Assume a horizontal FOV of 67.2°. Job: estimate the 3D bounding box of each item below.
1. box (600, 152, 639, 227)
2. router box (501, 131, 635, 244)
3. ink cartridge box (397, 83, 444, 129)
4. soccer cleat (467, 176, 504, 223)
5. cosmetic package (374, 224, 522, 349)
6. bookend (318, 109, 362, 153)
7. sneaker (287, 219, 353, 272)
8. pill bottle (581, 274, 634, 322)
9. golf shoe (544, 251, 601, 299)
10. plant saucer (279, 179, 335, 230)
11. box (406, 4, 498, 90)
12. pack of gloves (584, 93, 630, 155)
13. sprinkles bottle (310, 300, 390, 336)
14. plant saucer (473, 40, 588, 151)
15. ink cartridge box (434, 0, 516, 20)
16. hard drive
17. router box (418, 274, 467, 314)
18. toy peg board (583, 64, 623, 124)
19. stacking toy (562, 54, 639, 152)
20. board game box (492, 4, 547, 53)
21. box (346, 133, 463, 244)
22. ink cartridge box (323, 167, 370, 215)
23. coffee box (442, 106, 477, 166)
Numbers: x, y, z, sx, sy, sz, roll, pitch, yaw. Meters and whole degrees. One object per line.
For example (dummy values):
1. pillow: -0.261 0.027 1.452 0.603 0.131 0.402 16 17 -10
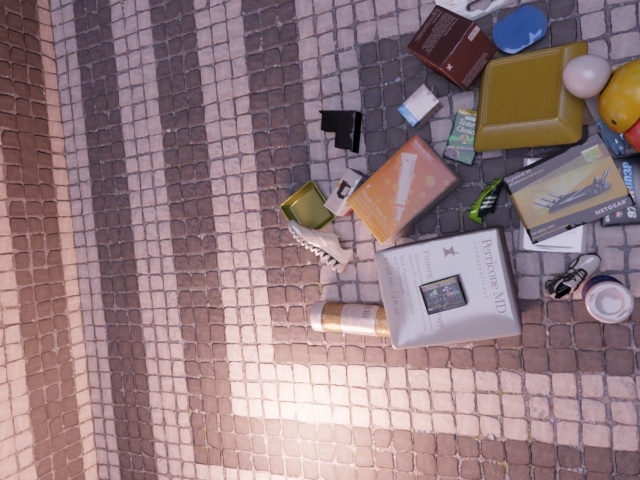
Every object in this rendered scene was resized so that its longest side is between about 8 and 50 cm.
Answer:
1. box: 0.966 -0.158 1.501 0.175 0.051 0.221 -5 91 25
2. router box: 0.772 -0.158 1.522 0.308 0.081 0.243 -27 82 26
3. ink cartridge box: 0.367 -0.484 1.728 0.143 0.092 0.090 -42 77 21
4. soccer cleat: 0.588 -0.140 1.676 0.072 0.060 0.179 35 104 -6
5. cosmetic package: 0.434 0.147 1.610 0.393 0.327 0.330 -13 88 23
6. bookend: 0.073 -0.423 1.875 0.156 0.072 0.157 7 97 25
7. sneaker: 0.000 0.000 1.895 0.292 0.110 0.118 37 99 -9
8. pill bottle: 0.869 0.171 1.472 0.124 0.221 0.124 1 93 23
9. golf shoe: 0.823 0.123 1.551 0.077 0.094 0.198 40 113 -2
10. plant saucer: -0.047 -0.119 1.963 0.188 0.045 0.188 -36 79 22
11. box: 0.436 -0.642 1.607 0.168 0.167 0.203 -52 45 19
12. pack of gloves: 0.937 -0.383 1.455 0.195 0.046 0.232 -26 101 16
13. sprinkles bottle: 0.141 0.305 1.862 0.355 0.121 0.121 1 94 24
14. plant saucer: 0.648 -0.465 1.530 0.332 0.081 0.333 2 79 39
15. ink cartridge box: 0.517 -0.967 1.657 0.308 0.091 0.385 -18 103 24
16. hard drive: 0.774 -0.117 1.596 0.202 0.040 0.308 4 94 24
17. router box: 0.366 0.163 1.441 0.122 0.038 0.092 -19 85 23
18. toy peg board: 0.863 -0.457 1.528 0.161 0.079 0.161 -5 107 24
19. stacking toy: 0.904 -0.382 1.329 0.479 0.350 0.351 28 104 14
20. board game box: 0.665 -0.696 1.607 0.168 0.033 0.133 -28 73 20
21. box: 0.302 -0.177 1.735 0.345 0.168 0.215 -44 76 20
22. ink cartridge box: 0.108 -0.184 1.845 0.072 0.127 0.175 39 107 20
23. coffee box: 0.511 -0.367 1.698 0.113 0.040 0.184 22 102 21
